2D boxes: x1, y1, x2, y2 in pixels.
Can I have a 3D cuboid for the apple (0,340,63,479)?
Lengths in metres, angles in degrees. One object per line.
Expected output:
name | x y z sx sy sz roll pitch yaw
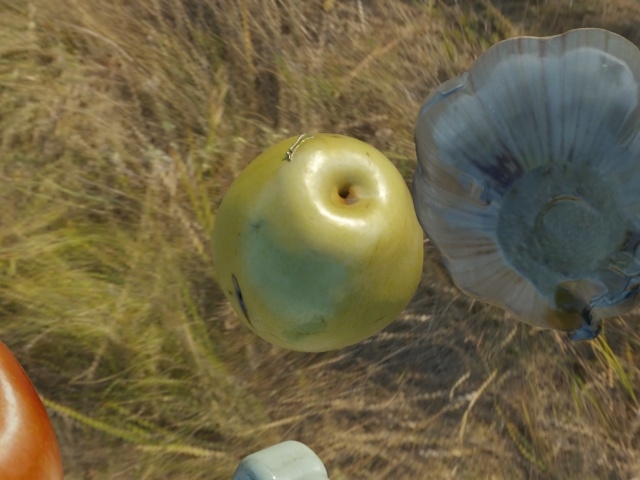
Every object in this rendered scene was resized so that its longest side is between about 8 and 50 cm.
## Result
apple | -0.160 0.076 0.396 0.139 0.163 0.163 -37 85 26

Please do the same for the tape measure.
tape measure | -0.047 0.417 1.810 0.246 0.125 0.243 48 133 26

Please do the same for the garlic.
garlic | 0.241 -0.063 1.344 0.322 0.241 0.322 0 94 -4

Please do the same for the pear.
pear | 0.000 0.000 1.820 0.309 0.309 0.309 0 91 9
